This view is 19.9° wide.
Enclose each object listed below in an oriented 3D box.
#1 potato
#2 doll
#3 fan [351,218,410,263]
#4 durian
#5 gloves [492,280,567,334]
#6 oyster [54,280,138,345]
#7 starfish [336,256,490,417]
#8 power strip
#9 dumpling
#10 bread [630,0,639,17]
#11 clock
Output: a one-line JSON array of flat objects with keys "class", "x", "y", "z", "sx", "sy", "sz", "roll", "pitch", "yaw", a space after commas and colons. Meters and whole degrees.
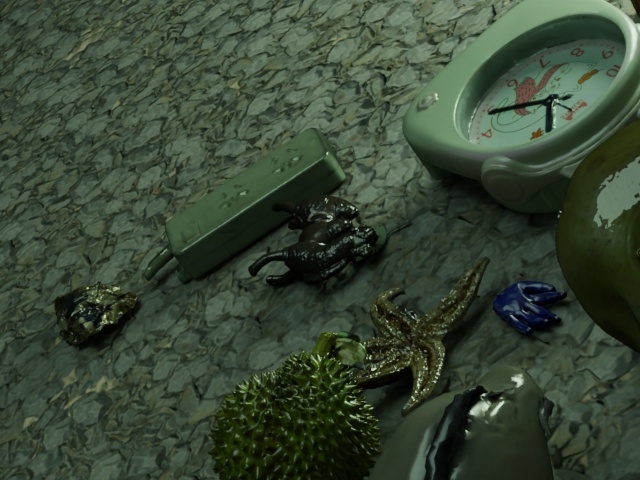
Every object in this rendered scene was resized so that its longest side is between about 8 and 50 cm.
[{"class": "potato", "x": 0.359, "y": 0.024, "z": 1.631, "sx": 0.218, "sy": 0.202, "sz": 0.351, "roll": -33, "pitch": 43, "yaw": -15}, {"class": "doll", "x": 0.000, "y": 0.000, "z": 2.138, "sx": 0.165, "sy": 0.057, "sz": 0.139, "roll": -11, "pitch": 39, "yaw": 34}, {"class": "fan", "x": 0.069, "y": -0.003, "z": 2.119, "sx": 0.083, "sy": 0.004, "sz": 0.056, "roll": -29, "pitch": 31, "yaw": 18}, {"class": "durian", "x": -0.023, "y": 0.195, "z": 1.800, "sx": 0.198, "sy": 0.159, "sz": 0.146, "roll": -38, "pitch": -17, "yaw": 36}, {"class": "gloves", "x": 0.215, "y": 0.066, "z": 1.867, "sx": 0.064, "sy": 0.026, "sz": 0.086, "roll": -43, "pitch": 32, "yaw": -12}, {"class": "oyster", "x": -0.301, "y": 0.086, "z": 2.329, "sx": 0.148, "sy": 0.051, "sz": 0.103, "roll": -12, "pitch": 31, "yaw": 51}, {"class": "starfish", "x": 0.096, "y": 0.107, "z": 1.909, "sx": 0.238, "sy": 0.057, "sz": 0.213, "roll": -34, "pitch": 29, "yaw": -4}, {"class": "power strip", "x": -0.104, "y": -0.033, "z": 2.286, "sx": 0.288, "sy": 0.053, "sz": 0.093, "roll": -33, "pitch": 32, "yaw": 5}, {"class": "dumpling", "x": 0.102, "y": 0.233, "z": 1.644, "sx": 0.204, "sy": 0.163, "sz": 0.293, "roll": 3, "pitch": 61, "yaw": 41}, {"class": "bread", "x": 0.394, "y": -0.300, "z": 2.120, "sx": 0.076, "sy": 0.070, "sz": 0.083, "roll": -35, "pitch": 29, "yaw": 1}, {"class": "clock", "x": 0.259, "y": -0.141, "z": 2.015, "sx": 0.265, "sy": 0.108, "sz": 0.324, "roll": -41, "pitch": 33, "yaw": -8}]
